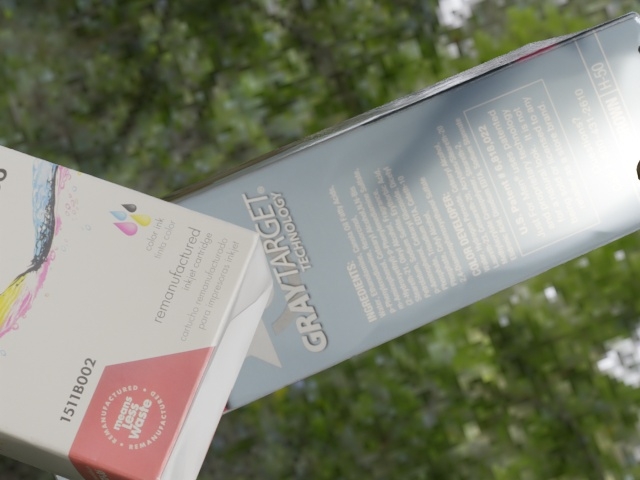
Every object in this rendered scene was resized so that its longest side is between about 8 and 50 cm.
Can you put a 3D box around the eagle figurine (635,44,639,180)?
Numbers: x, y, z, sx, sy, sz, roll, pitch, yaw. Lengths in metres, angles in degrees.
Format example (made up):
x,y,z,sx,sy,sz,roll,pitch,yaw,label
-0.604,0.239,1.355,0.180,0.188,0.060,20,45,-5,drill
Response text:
x,y,z,sx,sy,sz,roll,pitch,yaw,label
0.136,-0.219,0.797,0.298,0.226,0.225,49,-43,-12,eagle figurine

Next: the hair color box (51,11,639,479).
x,y,z,sx,sy,sz,roll,pitch,yaw,label
0.000,0.000,1.058,0.113,0.374,0.185,67,-11,-4,hair color box

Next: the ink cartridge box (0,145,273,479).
x,y,z,sx,sy,sz,roll,pitch,yaw,label
-0.133,0.026,0.810,0.067,0.198,0.115,75,34,-70,ink cartridge box
